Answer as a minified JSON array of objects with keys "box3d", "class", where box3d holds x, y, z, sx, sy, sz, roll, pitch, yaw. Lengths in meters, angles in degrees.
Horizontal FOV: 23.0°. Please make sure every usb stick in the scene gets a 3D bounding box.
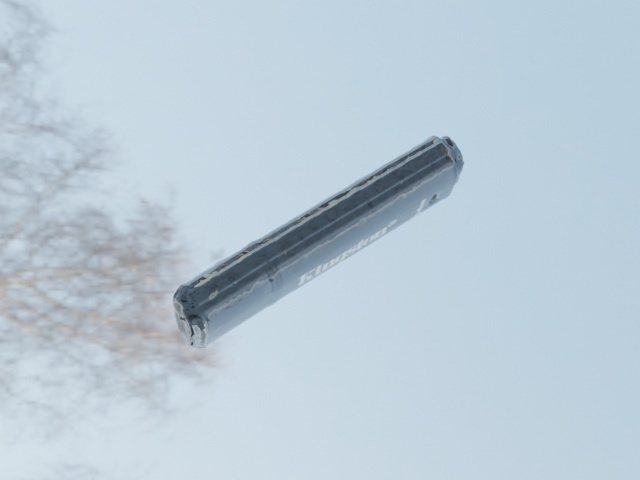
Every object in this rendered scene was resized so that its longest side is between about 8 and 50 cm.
[{"box3d":[0.000,0.000,1.287,0.278,0.077,0.045,-31,-115,-20],"class":"usb stick"}]
